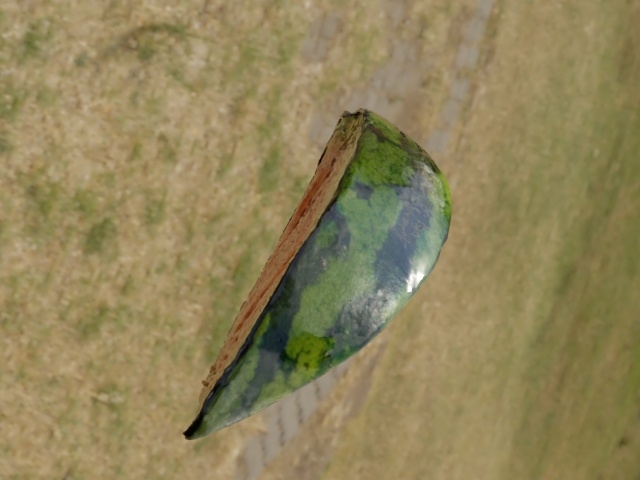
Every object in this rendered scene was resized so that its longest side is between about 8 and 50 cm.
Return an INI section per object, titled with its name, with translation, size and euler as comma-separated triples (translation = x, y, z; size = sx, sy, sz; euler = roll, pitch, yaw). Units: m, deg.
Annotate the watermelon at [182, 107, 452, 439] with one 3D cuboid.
[watermelon]
translation = 0.003, 0.005, 0.635
size = 0.119, 0.063, 0.245
euler = -36, -160, 34
